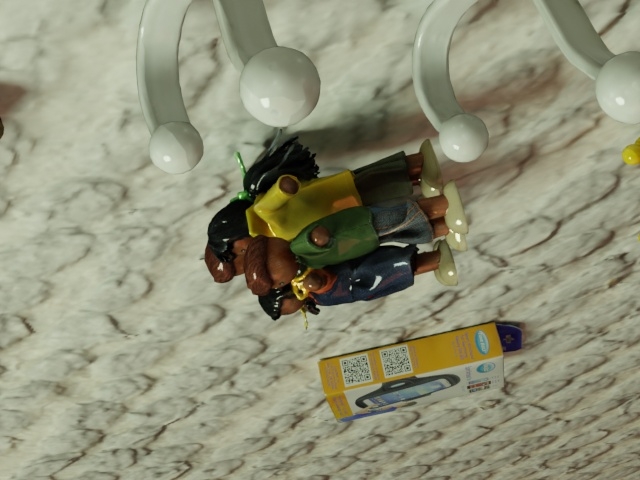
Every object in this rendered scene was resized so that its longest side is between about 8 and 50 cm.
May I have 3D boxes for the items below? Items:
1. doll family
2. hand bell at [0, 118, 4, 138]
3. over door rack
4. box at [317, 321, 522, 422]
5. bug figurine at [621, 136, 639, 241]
[{"bbox_3d":[0.000,0.000,0.670,0.111,0.076,0.193,-16,162,-2],"label":"doll family"},{"bbox_3d":[-0.218,0.018,0.592,0.242,0.126,0.126,-33,153,19],"label":"hand bell"},{"bbox_3d":[0.096,-0.102,0.410,0.240,0.108,0.324,-4,158,-22],"label":"over door rack"},{"bbox_3d":[0.070,0.089,0.997,0.136,0.028,0.081,-11,159,4],"label":"box"},{"bbox_3d":[0.293,-0.042,0.712,0.279,0.072,0.216,0,162,-39],"label":"bug figurine"}]
